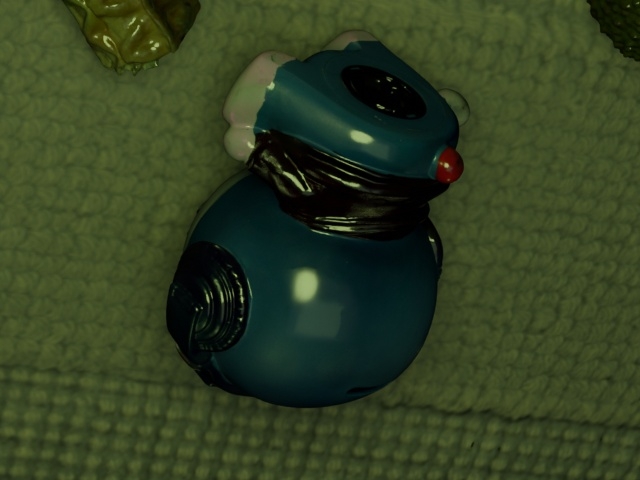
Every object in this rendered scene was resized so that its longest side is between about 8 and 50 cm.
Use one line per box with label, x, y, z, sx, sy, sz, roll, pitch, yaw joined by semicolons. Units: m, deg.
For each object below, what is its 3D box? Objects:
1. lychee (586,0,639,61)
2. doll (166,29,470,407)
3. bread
lychee;0.314;-0.214;1.603;0.171;0.171;0.171;-6;120;-11
doll;0.000;0.000;1.601;0.284;0.240;0.310;-8;132;-44
bread;-0.196;-0.258;1.490;0.098;0.087;0.269;-30;123;5
